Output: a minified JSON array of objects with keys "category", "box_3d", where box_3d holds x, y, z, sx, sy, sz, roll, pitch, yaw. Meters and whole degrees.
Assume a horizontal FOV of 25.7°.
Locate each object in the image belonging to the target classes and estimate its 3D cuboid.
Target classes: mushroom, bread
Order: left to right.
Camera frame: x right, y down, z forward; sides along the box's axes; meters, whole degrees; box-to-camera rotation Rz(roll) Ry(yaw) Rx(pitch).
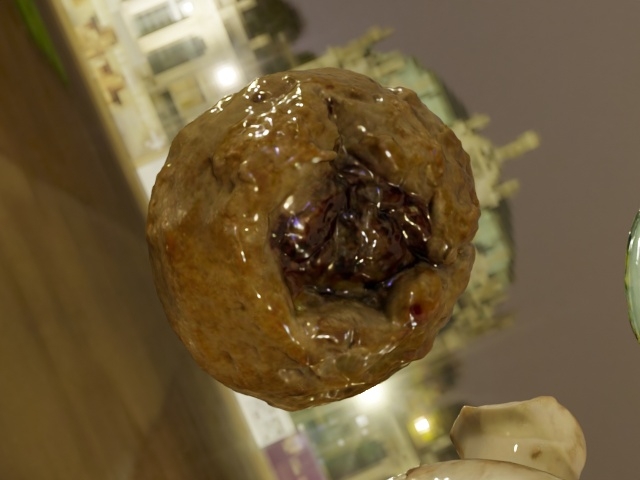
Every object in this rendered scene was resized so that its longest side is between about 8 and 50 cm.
[{"category":"bread","box_3d":[0.000,0.000,0.909,0.230,0.230,0.123,68,-13,-20]},{"category":"mushroom","box_3d":[0.169,0.275,1.195,0.290,0.298,0.297,-62,147,-36]}]

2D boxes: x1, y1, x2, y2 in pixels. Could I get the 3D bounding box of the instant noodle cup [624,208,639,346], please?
[{"category":"instant noodle cup","box_3d":[0.339,0.003,0.693,0.311,0.311,0.221,64,-32,29]}]
